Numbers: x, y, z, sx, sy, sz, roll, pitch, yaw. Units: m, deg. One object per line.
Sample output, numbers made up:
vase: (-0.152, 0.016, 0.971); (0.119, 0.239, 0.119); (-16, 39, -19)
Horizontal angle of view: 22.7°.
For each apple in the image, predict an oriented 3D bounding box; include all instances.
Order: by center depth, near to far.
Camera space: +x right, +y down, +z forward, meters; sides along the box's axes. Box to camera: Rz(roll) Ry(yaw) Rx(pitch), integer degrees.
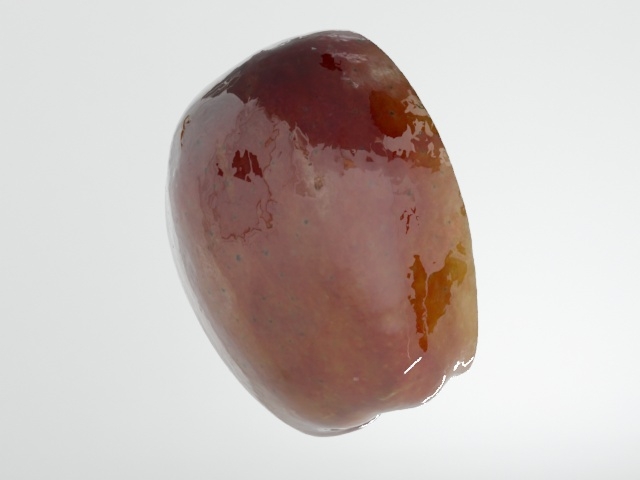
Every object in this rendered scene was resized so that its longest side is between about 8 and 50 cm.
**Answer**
apple: (0.000, 0.000, 1.524); (0.295, 0.365, 0.329); (-23, 177, 7)
